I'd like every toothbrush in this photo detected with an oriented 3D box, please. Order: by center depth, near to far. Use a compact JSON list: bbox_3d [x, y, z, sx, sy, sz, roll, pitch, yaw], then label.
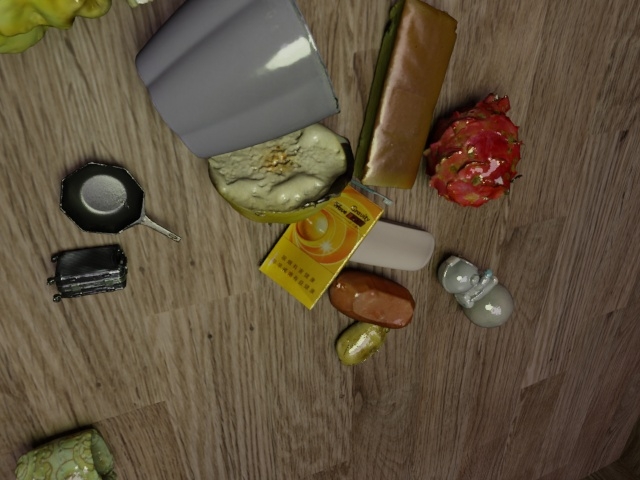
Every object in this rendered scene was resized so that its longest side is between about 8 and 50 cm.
[{"bbox_3d":[0.109,-0.117,0.948,0.167,0.011,0.014,23,109,-31],"label":"toothbrush"}]

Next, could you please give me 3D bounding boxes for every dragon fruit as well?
[{"bbox_3d":[0.343,-0.207,0.909,0.205,0.210,0.268,25,83,-15],"label":"dragon fruit"}]

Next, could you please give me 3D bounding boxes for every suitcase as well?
[{"bbox_3d":[-0.424,0.058,0.747,0.126,0.086,0.059,-8,132,-21],"label":"suitcase"}]

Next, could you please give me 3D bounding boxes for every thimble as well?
[{"bbox_3d":[-0.544,0.508,0.882,0.144,0.137,0.190,-19,135,-18],"label":"thimble"}]

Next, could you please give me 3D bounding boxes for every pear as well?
[{"bbox_3d":[-0.070,-0.110,0.784,0.267,0.266,0.178,-23,153,-13],"label":"pear"}]

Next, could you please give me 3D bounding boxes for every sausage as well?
[{"bbox_3d":[0.131,0.146,1.017,0.259,0.133,0.133,18,105,-27],"label":"sausage"}]

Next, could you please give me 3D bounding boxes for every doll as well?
[{"bbox_3d":[0.430,0.140,1.147,0.287,0.151,0.151,38,95,-29],"label":"doll"}]

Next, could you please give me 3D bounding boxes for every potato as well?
[{"bbox_3d":[0.117,0.270,1.100,0.171,0.080,0.107,-32,111,-6],"label":"potato"}]

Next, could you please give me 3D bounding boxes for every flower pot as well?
[{"bbox_3d":[-0.129,-0.259,0.632,0.243,0.265,0.265,-30,123,4],"label":"flower pot"}]

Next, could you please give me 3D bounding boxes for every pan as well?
[{"bbox_3d":[-0.368,-0.050,0.741,0.128,0.048,0.201,-33,121,-5],"label":"pan"}]

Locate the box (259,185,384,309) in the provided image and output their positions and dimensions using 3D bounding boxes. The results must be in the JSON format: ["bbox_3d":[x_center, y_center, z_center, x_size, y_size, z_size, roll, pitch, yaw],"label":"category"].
[{"bbox_3d":[0.000,0.000,0.888,0.152,0.043,0.269,38,97,9],"label":"box"}]

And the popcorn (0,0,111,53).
[{"bbox_3d":[-0.395,-0.352,0.451,0.313,0.312,0.312,-10,118,-20],"label":"popcorn"}]

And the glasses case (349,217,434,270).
[{"bbox_3d":[0.155,0.006,0.990,0.297,0.075,0.113,11,107,-29],"label":"glasses case"}]

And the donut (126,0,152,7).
[{"bbox_3d":[-0.229,-0.426,0.613,0.166,0.065,0.108,-21,121,-13],"label":"donut"}]

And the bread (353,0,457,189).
[{"bbox_3d":[0.173,-0.292,0.853,0.138,0.077,0.361,2,113,-24],"label":"bread"}]
